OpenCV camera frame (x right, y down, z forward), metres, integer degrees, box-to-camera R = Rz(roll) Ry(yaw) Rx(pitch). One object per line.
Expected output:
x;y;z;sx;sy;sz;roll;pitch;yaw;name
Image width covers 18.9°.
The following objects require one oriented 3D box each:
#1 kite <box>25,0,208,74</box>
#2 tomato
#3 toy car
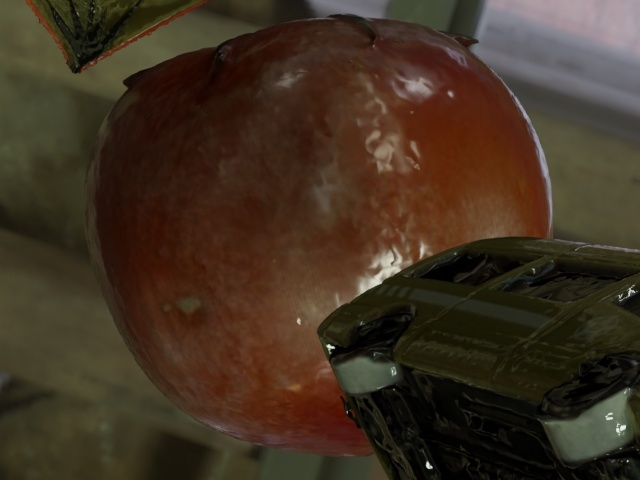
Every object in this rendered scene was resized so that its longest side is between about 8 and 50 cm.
-0.123;-0.266;1.227;0.013;0.378;0.327;-141;-118;-77;kite
0.000;0.000;1.080;0.265;0.265;0.264;18;90;-87;tomato
0.102;0.061;0.728;0.124;0.101;0.257;-33;-163;-21;toy car
